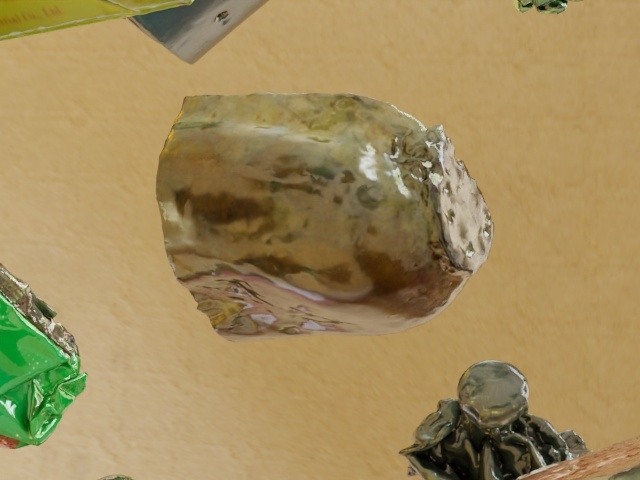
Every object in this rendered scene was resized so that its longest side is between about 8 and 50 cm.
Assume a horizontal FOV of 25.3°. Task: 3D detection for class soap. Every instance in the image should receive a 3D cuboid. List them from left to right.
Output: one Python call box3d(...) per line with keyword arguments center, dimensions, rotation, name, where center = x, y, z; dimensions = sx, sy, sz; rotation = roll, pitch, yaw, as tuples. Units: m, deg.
box3d(center=(-0.282, 0.065, 1.035), dimensions=(0.218, 0.273, 0.098), rotation=(46, 68, -21), name="soap")

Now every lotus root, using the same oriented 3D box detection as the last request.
box3d(center=(0.015, 0.008, 1.278), dimensions=(0.260, 0.267, 0.149), rotation=(3, 52, 22), name="lotus root")

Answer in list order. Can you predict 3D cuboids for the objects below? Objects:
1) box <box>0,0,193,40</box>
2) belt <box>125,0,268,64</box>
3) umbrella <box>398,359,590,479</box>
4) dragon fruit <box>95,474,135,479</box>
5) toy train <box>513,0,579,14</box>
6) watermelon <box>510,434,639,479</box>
box3d(center=(-0.176, -0.174, 0.794), dimensions=(0.335, 0.047, 0.187), rotation=(-4, 41, 32), name="box")
box3d(center=(-0.206, -0.361, 1.537), dimensions=(0.173, 0.436, 0.300), rotation=(-38, 68, 2), name="belt")
box3d(center=(0.140, 0.185, 1.119), dimensions=(0.143, 0.349, 0.094), rotation=(-24, 64, -6), name="umbrella")
box3d(center=(-0.208, 0.317, 1.130), dimensions=(0.273, 0.198, 0.218), rotation=(61, 138, 44), name="dragon fruit")
box3d(center=(0.151, -0.170, 0.884), dimensions=(0.083, 0.033, 0.053), rotation=(-26, 39, -16), name="toy train")
box3d(center=(0.149, 0.130, 0.610), dimensions=(0.193, 0.257, 0.140), rotation=(-8, 84, -21), name="watermelon")
